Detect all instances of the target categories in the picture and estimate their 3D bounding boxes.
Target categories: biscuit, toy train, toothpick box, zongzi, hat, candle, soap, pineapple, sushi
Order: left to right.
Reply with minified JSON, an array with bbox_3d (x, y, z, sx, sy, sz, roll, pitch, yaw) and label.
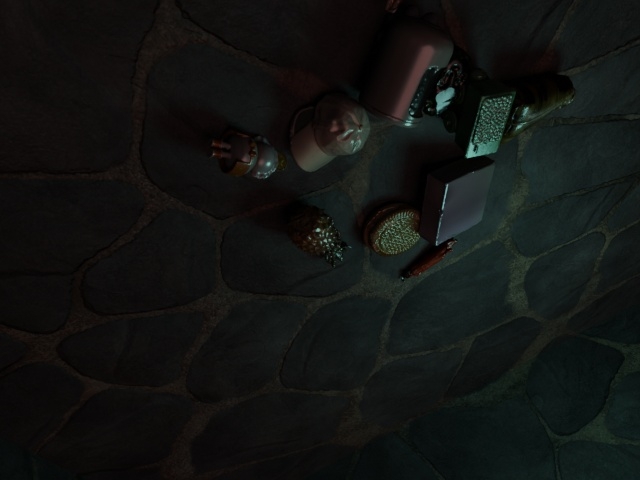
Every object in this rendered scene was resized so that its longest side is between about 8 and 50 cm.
[{"bbox_3d":[0.000,0.000,1.930,0.175,0.175,0.361,-31,149,3],"label":"pineapple"},{"bbox_3d":[0.031,-0.327,1.651,0.275,0.161,0.232,-39,130,15],"label":"hat"},{"bbox_3d":[0.291,-0.043,2.069,0.259,0.079,0.259,-14,134,-14],"label":"biscuit"},{"bbox_3d":[0.253,-0.524,1.555,0.229,0.229,0.316,5,124,-28],"label":"toothpick box"},{"bbox_3d":[0.471,0.085,2.279,0.302,0.084,0.059,-39,102,19],"label":"candle"},{"bbox_3d":[0.387,-0.513,1.671,0.124,0.127,0.225,5,124,-28],"label":"sushi"},{"bbox_3d":[0.527,-0.159,2.009,0.285,0.107,0.296,-22,134,-28],"label":"soap"},{"bbox_3d":[0.517,-0.431,1.749,0.145,0.202,0.266,-13,136,-16],"label":"toy train"},{"bbox_3d":[0.757,-0.457,1.904,0.286,0.134,0.288,-17,147,-17],"label":"zongzi"}]

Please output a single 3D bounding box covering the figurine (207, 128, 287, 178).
[{"bbox_3d":[-0.217,-0.264,1.608,0.271,0.143,0.143,3,127,-25],"label":"figurine"}]

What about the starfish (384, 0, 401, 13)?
[{"bbox_3d":[0.357,-0.836,1.379,0.398,0.132,0.383,-7,125,-1],"label":"starfish"}]
